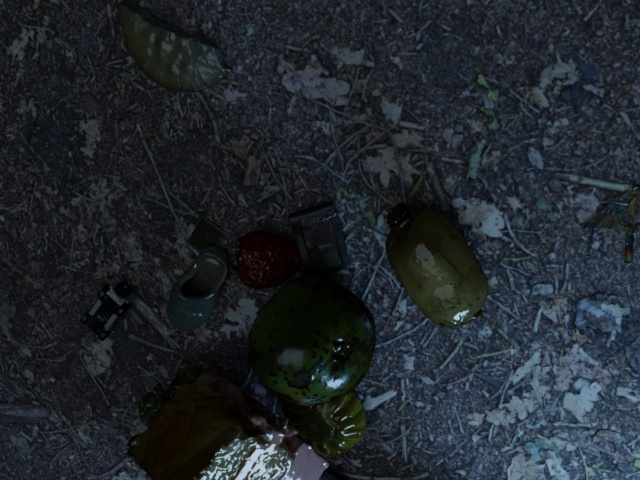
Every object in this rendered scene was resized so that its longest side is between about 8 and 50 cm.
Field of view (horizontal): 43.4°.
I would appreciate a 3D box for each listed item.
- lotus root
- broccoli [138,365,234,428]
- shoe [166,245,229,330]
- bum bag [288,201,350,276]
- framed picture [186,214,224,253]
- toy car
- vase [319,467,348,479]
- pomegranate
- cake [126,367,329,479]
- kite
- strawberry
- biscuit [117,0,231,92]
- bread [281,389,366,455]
[{"bbox_3d":[0.231,0.046,1.645,0.160,0.146,0.284,-36,99,6],"label":"lotus root"},{"bbox_3d":[-0.320,0.397,1.965,0.176,0.198,0.226,32,90,43],"label":"broccoli"},{"bbox_3d":[-0.298,0.125,1.892,0.103,0.100,0.251,32,115,4],"label":"shoe"},{"bbox_3d":[0.000,0.000,1.763,0.109,0.026,0.160,-14,111,3],"label":"bum bag"},{"bbox_3d":[-0.270,-0.008,1.883,0.066,0.007,0.089,36,118,4],"label":"framed picture"},{"bbox_3d":[-0.527,0.170,2.008,0.080,0.070,0.171,42,119,2],"label":"toy car"},{"bbox_3d":[-0.036,0.562,1.981,0.211,0.060,0.060,28,116,10],"label":"vase"},{"bbox_3d":[-0.044,0.218,1.767,0.340,0.285,0.285,-2,113,56],"label":"pomegranate"},{"bbox_3d":[-0.197,0.480,1.771,0.293,0.314,0.307,-52,122,-10],"label":"cake"},{"bbox_3d":[0.602,-0.029,1.551,0.182,0.010,0.160,6,112,18],"label":"kite"},{"bbox_3d":[-0.119,0.047,1.784,0.148,0.131,0.131,13,113,12],"label":"strawberry"},{"bbox_3d":[-0.330,-0.400,1.741,0.289,0.038,0.141,28,117,9],"label":"biscuit"},{"bbox_3d":[0.006,0.409,1.885,0.213,0.105,0.214,5,108,17],"label":"bread"}]
